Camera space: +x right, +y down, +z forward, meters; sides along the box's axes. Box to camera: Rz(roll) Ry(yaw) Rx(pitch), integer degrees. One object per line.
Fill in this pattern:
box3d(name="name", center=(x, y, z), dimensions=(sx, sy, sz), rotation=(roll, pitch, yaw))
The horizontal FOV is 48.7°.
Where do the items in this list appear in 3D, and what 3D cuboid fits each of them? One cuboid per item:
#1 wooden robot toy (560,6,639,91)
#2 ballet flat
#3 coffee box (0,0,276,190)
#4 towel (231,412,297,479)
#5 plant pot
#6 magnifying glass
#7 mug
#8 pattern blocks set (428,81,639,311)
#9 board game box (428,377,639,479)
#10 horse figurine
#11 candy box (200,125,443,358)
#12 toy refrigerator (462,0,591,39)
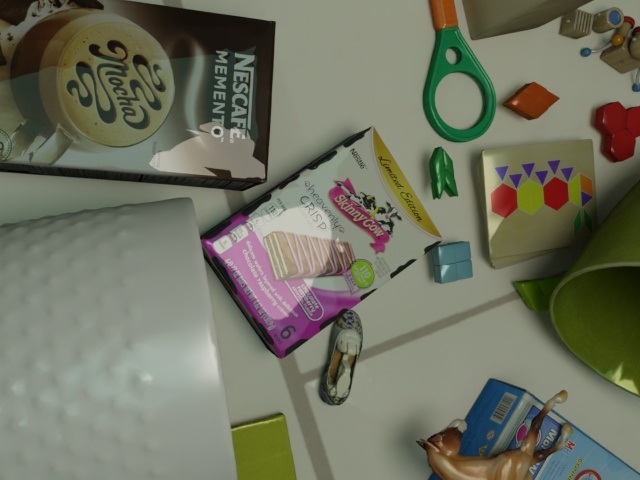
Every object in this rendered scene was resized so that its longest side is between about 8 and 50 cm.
box3d(name="wooden robot toy", center=(0.403, -0.259, 0.910), dimensions=(0.173, 0.079, 0.076), rotation=(28, 83, -15))
box3d(name="ballet flat", center=(0.029, 0.139, 0.825), dimensions=(0.041, 0.041, 0.114), rotation=(15, 86, -16))
box3d(name="coffee box", center=(-0.204, -0.146, 0.712), dimensions=(0.297, 0.119, 0.168), rotation=(3, 89, -16))
box3d(name="towel", center=(-0.145, 0.268, 0.787), dimensions=(0.237, 0.021, 0.102), rotation=(-11, 99, -17))
box3d(name="plant pot", center=(0.457, 0.011, 0.836), dimensions=(0.275, 0.275, 0.293), rotation=(42, 61, -13))
box3d(name="magnifying glass", center=(0.160, -0.235, 0.870), dimensions=(0.092, 0.026, 0.231), rotation=(-12, 96, -16))
box3d(name="mug", center=(-0.245, 0.160, 0.596), dimensions=(0.328, 0.276, 0.374), rotation=(-9, 60, -11))
box3d(name="pattern blocks set", center=(0.280, -0.053, 0.896), dimensions=(0.325, 0.026, 0.285), rotation=(1, 93, -21))
box3d(name="board game box", center=(0.262, 0.383, 0.871), dimensions=(0.302, 0.086, 0.308), rotation=(37, 81, -14))
box3d(name="horse figurine", center=(0.240, 0.294, 0.785), dimensions=(0.174, 0.066, 0.263), rotation=(-28, 96, -20))
box3d(name="candy box", center=(0.000, 0.000, 0.799), dimensions=(0.233, 0.071, 0.159), rotation=(-36, 99, -14))
box3d(name="toy refrigerator", center=(0.262, -0.306, 0.769), dimensions=(0.102, 0.269, 0.094), rotation=(-15, 94, -15))
